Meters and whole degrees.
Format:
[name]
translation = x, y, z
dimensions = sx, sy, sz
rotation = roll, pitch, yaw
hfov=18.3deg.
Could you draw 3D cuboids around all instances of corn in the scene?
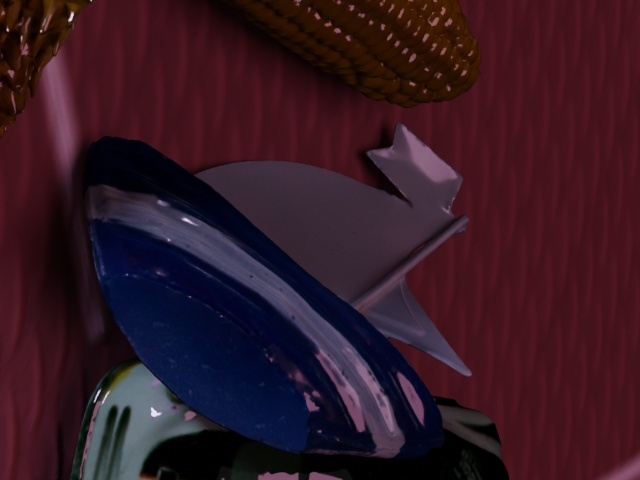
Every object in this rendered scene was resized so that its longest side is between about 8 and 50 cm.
[corn]
translation = -0.006, -0.149, 1.024
dimensions = 0.261, 0.097, 0.097
rotation = 34, 69, -43

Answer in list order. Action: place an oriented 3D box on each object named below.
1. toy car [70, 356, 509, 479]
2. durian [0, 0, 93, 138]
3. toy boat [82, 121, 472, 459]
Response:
[toy car]
translation = 0.007, 0.143, 1.041
dimensions = 0.306, 0.125, 0.136
rotation = 12, 85, -44
[durian]
translation = -0.151, -0.154, 0.868
dimensions = 0.144, 0.139, 0.252
rotation = 4, 89, -3
[toy boat]
translation = 0.013, 0.023, 1.008
dimensions = 0.291, 0.210, 0.070
rotation = -3, 140, -47
